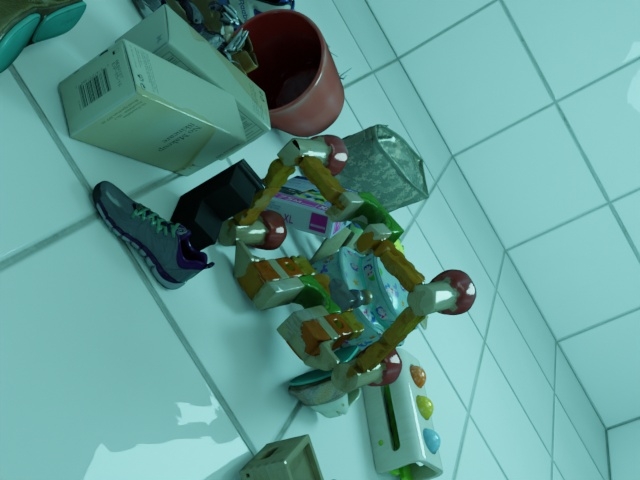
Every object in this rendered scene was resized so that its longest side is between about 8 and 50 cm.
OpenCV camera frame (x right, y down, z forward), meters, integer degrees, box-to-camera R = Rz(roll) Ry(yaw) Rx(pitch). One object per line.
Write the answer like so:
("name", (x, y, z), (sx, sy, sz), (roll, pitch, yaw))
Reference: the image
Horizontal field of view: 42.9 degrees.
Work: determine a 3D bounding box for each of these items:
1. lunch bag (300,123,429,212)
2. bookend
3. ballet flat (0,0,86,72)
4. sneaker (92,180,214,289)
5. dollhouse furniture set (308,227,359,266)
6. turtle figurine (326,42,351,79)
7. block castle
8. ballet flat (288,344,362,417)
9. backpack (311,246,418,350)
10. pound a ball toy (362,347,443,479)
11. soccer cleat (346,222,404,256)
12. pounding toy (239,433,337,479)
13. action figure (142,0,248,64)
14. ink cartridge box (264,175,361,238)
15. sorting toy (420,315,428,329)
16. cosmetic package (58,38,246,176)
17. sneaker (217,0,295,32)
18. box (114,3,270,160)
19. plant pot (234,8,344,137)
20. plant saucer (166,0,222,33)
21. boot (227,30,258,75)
("lunch bag", (0.114, -0.190, 2.149), (0.287, 0.235, 0.168), (36, 40, -48))
("bookend", (-0.189, -0.049, 1.462), (0.072, 0.157, 0.156), (51, 25, -25))
("ballet flat", (-0.482, -0.354, 1.266), (0.124, 0.116, 0.342), (35, 29, -11))
("sneaker", (-0.271, -0.024, 1.339), (0.223, 0.098, 0.083), (52, 25, -25))
("dollhouse furniture set", (0.000, 0.000, 1.972), (0.151, 0.123, 0.144), (35, 2, 40))
("turtle figurine", (-0.013, -0.491, 2.367), (0.234, 0.118, 0.175), (-5, 50, -48))
("block castle", (0.044, 0.042, 1.557), (0.453, 0.303, 0.213), (49, 25, 20))
("ballet flat", (0.032, 0.293, 1.631), (0.316, 0.108, 0.106), (-15, 92, -66))
("backpack", (0.095, 0.130, 1.844), (0.253, 0.191, 0.225), (28, 41, -46))
("pound a ball toy", (0.209, 0.386, 1.850), (0.208, 0.136, 0.319), (39, 33, -43))
("soccer cleat", (0.137, 0.013, 2.204), (0.289, 0.093, 0.121), (40, 62, -50))
("pounding toy", (-0.039, 0.436, 1.343), (0.181, 0.094, 0.206), (-22, 95, -72))
("action figure", (-0.276, -0.452, 1.722), (0.285, 0.185, 0.099), (49, 0, 8))
("ink cartridge box", (-0.012, -0.086, 1.857), (0.311, 0.186, 0.065), (-32, 136, -68))
("sorting toy", (0.288, 0.212, 2.360), (0.083, 0.012, 0.062), (57, 28, -20))
("cosmetic package", (-0.289, -0.224, 1.445), (0.309, 0.160, 0.113), (17, 51, -58))
("sneaker", (-0.112, -0.570, 2.117), (0.315, 0.182, 0.127), (32, 47, -37))
("box", (-0.252, -0.308, 1.631), (0.311, 0.148, 0.121), (39, 32, -46))
("plant pot", (-0.071, -0.385, 1.978), (0.243, 0.275, 0.274), (34, 35, -63))
("plant saucer", (-0.321, -0.586, 1.925), (0.278, 0.041, 0.277), (45, 29, -35))
("boot", (-0.229, -0.425, 1.792), (0.197, 0.152, 0.073), (64, 23, 2))
